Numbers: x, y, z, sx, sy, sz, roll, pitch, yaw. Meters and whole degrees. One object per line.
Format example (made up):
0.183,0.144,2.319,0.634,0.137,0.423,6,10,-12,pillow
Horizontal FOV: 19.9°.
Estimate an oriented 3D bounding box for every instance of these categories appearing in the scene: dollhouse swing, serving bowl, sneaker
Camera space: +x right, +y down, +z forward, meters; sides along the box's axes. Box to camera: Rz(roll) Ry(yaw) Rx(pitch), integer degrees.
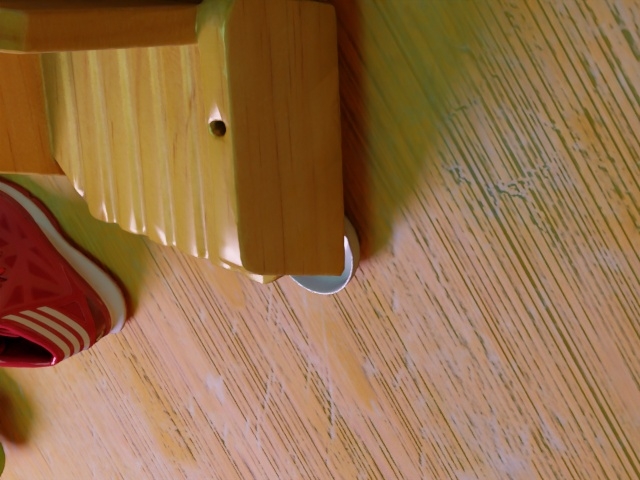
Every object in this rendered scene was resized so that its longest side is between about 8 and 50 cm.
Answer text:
-0.211,-0.087,1.357,0.347,0.305,0.315,20,124,37,dollhouse swing
0.000,0.000,1.447,0.083,0.027,0.083,20,126,31,serving bowl
-0.291,0.029,1.644,0.221,0.128,0.087,34,132,21,sneaker

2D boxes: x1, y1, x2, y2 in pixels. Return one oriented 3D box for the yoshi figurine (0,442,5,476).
-0.489,0.159,1.866,0.362,0.203,0.203,41,151,11,yoshi figurine
